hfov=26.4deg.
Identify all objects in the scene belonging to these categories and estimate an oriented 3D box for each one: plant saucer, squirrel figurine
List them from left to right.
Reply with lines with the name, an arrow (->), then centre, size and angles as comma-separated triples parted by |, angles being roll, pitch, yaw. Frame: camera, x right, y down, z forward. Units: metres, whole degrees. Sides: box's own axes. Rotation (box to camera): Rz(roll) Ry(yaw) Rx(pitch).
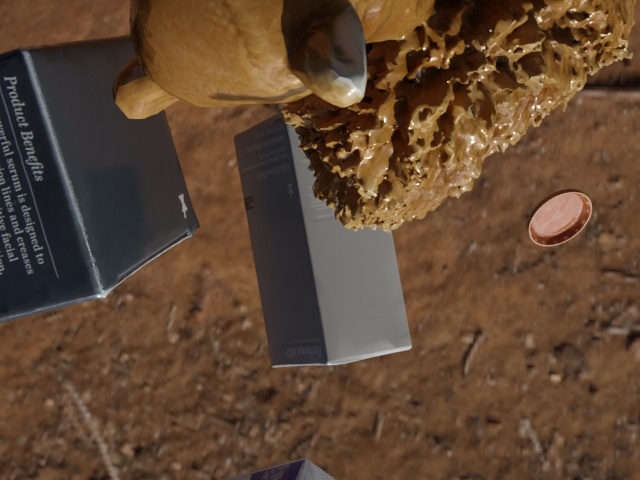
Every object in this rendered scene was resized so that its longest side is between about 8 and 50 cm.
squirrel figurine -> 0.047, -0.172, 0.851 | 0.281, 0.370, 0.397 | 3, 133, 36
plant saucer -> 0.284, -0.029, 1.629 | 0.083, 0.013, 0.083 | -13, 134, -14

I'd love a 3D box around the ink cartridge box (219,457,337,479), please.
ink cartridge box -> -0.008, 0.316, 1.417 | 0.224, 0.045, 0.223 | 41, 142, -22

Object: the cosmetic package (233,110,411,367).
cosmetic package -> 0.000, 0.000, 1.308 | 0.107, 0.238, 0.127 | -6, 175, -28

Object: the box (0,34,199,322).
box -> -0.355, -0.031, 1.241 | 0.396, 0.293, 0.212 | -14, 97, 12
